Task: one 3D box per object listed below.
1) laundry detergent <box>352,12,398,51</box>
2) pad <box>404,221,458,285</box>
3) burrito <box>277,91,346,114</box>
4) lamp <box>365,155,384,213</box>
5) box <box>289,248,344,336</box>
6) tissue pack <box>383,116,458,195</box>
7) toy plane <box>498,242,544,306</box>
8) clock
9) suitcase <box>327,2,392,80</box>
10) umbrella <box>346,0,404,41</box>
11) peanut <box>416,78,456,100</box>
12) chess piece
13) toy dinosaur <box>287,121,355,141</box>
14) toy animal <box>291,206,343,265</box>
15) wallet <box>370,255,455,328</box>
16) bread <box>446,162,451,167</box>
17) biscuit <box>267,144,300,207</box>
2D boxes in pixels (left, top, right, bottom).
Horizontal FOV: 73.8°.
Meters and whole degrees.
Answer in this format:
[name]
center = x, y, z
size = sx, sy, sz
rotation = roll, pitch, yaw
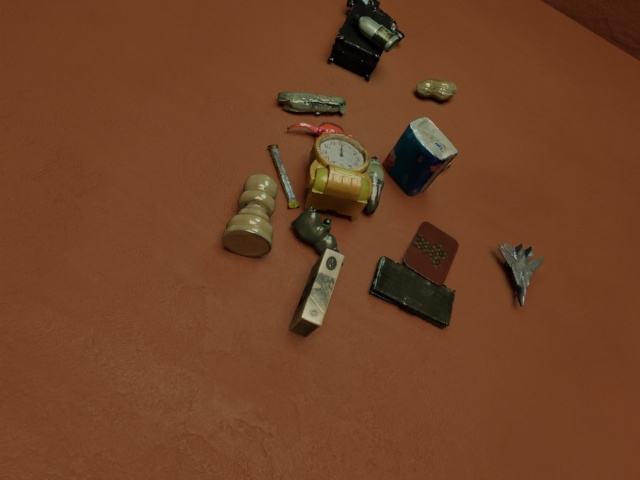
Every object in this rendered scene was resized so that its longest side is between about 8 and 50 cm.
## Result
[laundry detergent]
center = 0.239, -0.943, 1.915
size = 0.226, 0.070, 0.099
rotation = 40, 66, 6
[pad]
center = 0.440, 0.045, 1.675
size = 0.181, 0.004, 0.267
rotation = 33, 51, 2
[burrito]
center = -0.033, -0.591, 1.831
size = 0.310, 0.066, 0.096
rotation = -1, 60, -18
[lamp]
center = 0.207, -0.223, 1.703
size = 0.101, 0.101, 0.249
rotation = 11, 65, -12
[box]
center = -0.014, 0.172, 1.402
size = 0.069, 0.164, 0.256
rotation = 25, 60, -7
[tissue pack]
center = 0.390, -0.328, 1.713
size = 0.137, 0.269, 0.209
rotation = -32, 78, -29
[toy plane]
center = 0.802, 0.145, 1.719
size = 0.213, 0.088, 0.267
rotation = 16, 69, -8
[clock]
center = 0.063, -0.264, 1.635
size = 0.245, 0.200, 0.316
rotation = 12, 53, -15
[suitcase]
center = 0.198, -0.956, 2.032
size = 0.230, 0.152, 0.334
rotation = 24, 60, -6
[umbrella]
center = 0.284, -1.136, 2.173
size = 0.337, 0.128, 0.154
rotation = 34, 43, -13
[peanut]
center = 0.562, -0.732, 2.072
size = 0.215, 0.090, 0.098
rotation = 2, 94, -15
[chess piece]
center = -0.231, -0.105, 1.493
size = 0.167, 0.167, 0.299
rotation = 14, 55, -10
[toy dinosaur]
center = 0.011, -0.472, 1.796
size = 0.287, 0.070, 0.138
rotation = 16, 51, -6
[toy animal]
center = -0.001, -0.005, 1.543
size = 0.138, 0.108, 0.236
rotation = -28, 93, 10
[wallet]
center = 0.343, 0.188, 1.574
size = 0.317, 0.044, 0.168
rotation = 26, 56, -5
[bread]
center = 0.545, -0.350, 1.909
size = 0.083, 0.035, 0.070
rotation = -32, 78, -34
[biscuit]
center = -0.144, -0.253, 1.652
size = 0.048, 0.026, 0.291
rotation = -10, 68, -26
